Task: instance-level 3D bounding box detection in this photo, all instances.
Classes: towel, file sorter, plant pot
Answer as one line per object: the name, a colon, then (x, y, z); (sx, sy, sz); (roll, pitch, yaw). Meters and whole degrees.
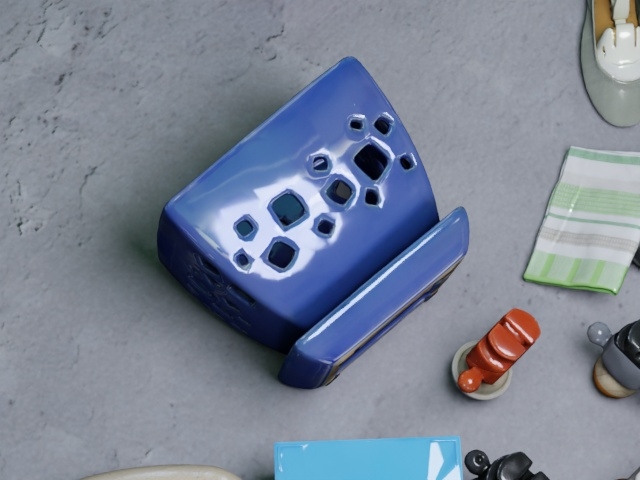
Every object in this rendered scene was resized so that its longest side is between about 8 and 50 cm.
towel: (0.268, -0.022, 1.866); (0.113, 0.023, 0.152); (6, 65, 40)
file sorter: (0.044, 0.252, 1.754); (0.170, 0.104, 0.118); (-2, 71, -2)
plant pot: (0.000, 0.000, 1.778); (0.236, 0.236, 0.212); (-40, 83, -13)

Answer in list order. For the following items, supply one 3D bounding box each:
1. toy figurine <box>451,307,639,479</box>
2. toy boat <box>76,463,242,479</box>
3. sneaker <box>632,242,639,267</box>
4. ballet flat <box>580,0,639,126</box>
toy figurine: (0.228, 0.175, 1.767); (0.209, 0.148, 0.213); (1, 69, -11)
toy boat: (-0.162, 0.363, 1.705); (0.267, 0.148, 0.318); (-8, 64, -9)
sneaker: (0.407, -0.084, 1.867); (0.283, 0.124, 0.107); (-36, 75, -12)
ballet flat: (0.303, -0.223, 1.942); (0.072, 0.068, 0.213); (0, 71, -1)
